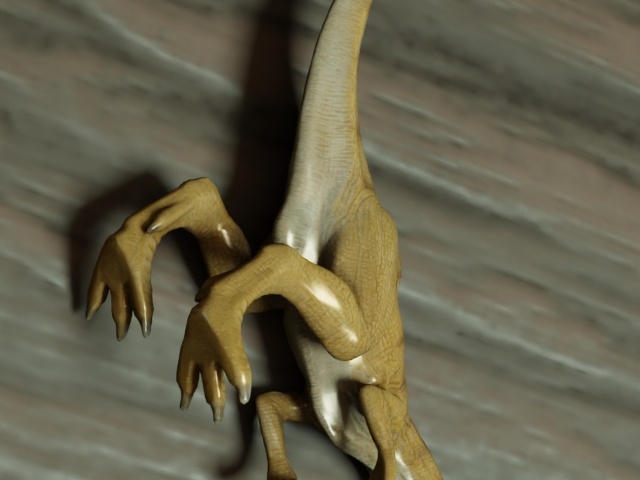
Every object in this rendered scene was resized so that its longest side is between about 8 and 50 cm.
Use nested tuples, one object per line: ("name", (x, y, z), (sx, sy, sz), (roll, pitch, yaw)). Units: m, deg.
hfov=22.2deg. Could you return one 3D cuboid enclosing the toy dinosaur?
("toy dinosaur", (0.000, 0.000, 0.437), (0.112, 0.064, 0.211), (-10, 96, -40))
